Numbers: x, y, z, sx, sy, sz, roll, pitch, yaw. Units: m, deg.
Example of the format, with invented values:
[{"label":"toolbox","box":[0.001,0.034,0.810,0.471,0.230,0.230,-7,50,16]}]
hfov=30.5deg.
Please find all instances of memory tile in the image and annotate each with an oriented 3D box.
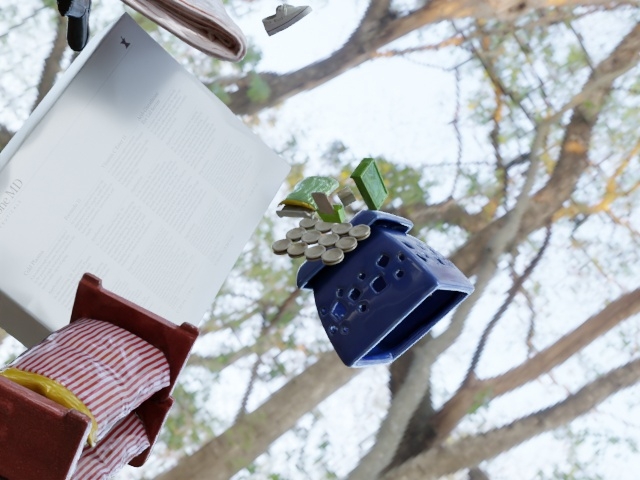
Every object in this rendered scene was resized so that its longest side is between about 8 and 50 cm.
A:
[{"label":"memory tile","box":[0.000,0.000,1.965,0.148,0.113,0.012,12,-50,38]}]

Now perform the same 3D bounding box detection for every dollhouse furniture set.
[{"label":"dollhouse furniture set","box":[-0.319,0.090,0.956,0.374,0.201,0.152,24,-68,9]},{"label":"dollhouse furniture set","box":[0.006,-0.068,1.464,0.152,0.076,0.058,4,-45,39]}]

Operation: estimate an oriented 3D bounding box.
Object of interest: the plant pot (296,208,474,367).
[{"label":"plant pot","box":[0.107,0.079,2.143,0.236,0.236,0.212,-43,-108,15]}]

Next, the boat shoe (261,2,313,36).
[{"label":"boat shoe","box":[-0.052,-0.330,1.720,0.100,0.035,0.035,-14,-67,52]}]

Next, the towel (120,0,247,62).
[{"label":"towel","box":[-0.242,-0.337,1.379,0.317,0.053,0.332,31,13,-23]}]

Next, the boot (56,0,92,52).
[{"label":"boot","box":[-0.462,-0.420,2.193,0.045,0.099,0.121,9,-91,8]}]

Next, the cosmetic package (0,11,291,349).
[{"label":"cosmetic package","box":[-0.233,-0.035,1.360,0.284,0.377,0.097,44,-36,-22]}]
